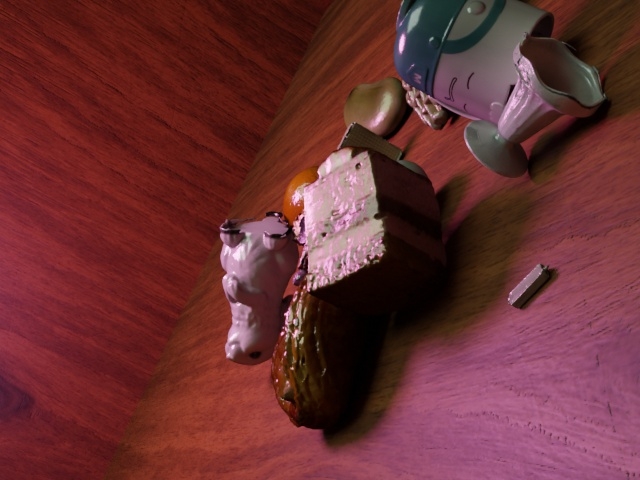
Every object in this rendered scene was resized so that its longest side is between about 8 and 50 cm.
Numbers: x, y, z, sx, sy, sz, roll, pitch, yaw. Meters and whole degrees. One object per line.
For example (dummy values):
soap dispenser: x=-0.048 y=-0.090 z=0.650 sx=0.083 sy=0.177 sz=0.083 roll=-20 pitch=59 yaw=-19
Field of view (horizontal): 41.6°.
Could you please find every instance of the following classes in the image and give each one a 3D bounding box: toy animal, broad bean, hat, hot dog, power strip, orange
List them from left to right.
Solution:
toy animal: x=-0.146 y=0.123 z=2.068 sx=0.257 sy=0.193 sz=0.358 roll=-24 pitch=-62 yaw=-57
hat: x=-0.003 y=-0.002 z=1.779 sx=0.140 sy=0.129 sz=0.227 roll=19 pitch=68 yaw=36
orange: x=-0.003 y=-0.087 z=2.143 sx=0.206 sy=0.206 sz=0.206 roll=-53 pitch=17 yaw=24
hot dog: x=0.008 y=0.172 z=1.649 sx=0.267 sy=0.174 sz=0.388 roll=115 pitch=175 yaw=-56
broad bean: x=0.146 y=-0.355 z=2.279 sx=0.189 sy=0.121 sz=0.263 roll=-65 pitch=18 yaw=-3
power strip: x=0.301 y=0.065 z=1.213 sx=0.083 sy=0.017 sz=0.027 roll=-52 pitch=18 yaw=30

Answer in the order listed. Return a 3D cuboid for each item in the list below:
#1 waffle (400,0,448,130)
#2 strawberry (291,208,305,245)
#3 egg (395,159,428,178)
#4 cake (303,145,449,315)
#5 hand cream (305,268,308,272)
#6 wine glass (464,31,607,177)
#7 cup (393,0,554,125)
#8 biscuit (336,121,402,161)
waffle: x=0.232 y=-0.406 z=1.930 sx=0.309 sy=0.056 sz=0.292 roll=-111 pitch=13 yaw=-63
strawberry: x=0.069 y=-0.057 z=1.932 sx=0.286 sy=0.106 sz=0.188 roll=-25 pitch=55 yaw=37
egg: x=0.146 y=-0.070 z=1.699 sx=0.192 sy=0.149 sz=0.149 roll=-65 pitch=14 yaw=9
cake: x=0.091 y=-0.030 z=1.522 sx=0.196 sy=0.198 sz=0.293 roll=-29 pitch=55 yaw=37
hand cream: x=-0.002 y=0.103 z=2.077 sx=0.076 sy=0.047 sz=0.174 roll=-56 pitch=24 yaw=12
wine glass: x=0.334 y=-0.211 z=1.356 sx=0.196 sy=0.164 sz=0.165 roll=-51 pitch=17 yaw=41
cup: x=0.276 y=-0.334 z=1.565 sx=0.219 sy=0.257 sz=0.290 roll=-57 pitch=-17 yaw=-21
biscuit: x=0.083 y=-0.143 z=2.039 sx=0.252 sy=0.150 sz=0.052 roll=-64 pitch=8 yaw=-8
